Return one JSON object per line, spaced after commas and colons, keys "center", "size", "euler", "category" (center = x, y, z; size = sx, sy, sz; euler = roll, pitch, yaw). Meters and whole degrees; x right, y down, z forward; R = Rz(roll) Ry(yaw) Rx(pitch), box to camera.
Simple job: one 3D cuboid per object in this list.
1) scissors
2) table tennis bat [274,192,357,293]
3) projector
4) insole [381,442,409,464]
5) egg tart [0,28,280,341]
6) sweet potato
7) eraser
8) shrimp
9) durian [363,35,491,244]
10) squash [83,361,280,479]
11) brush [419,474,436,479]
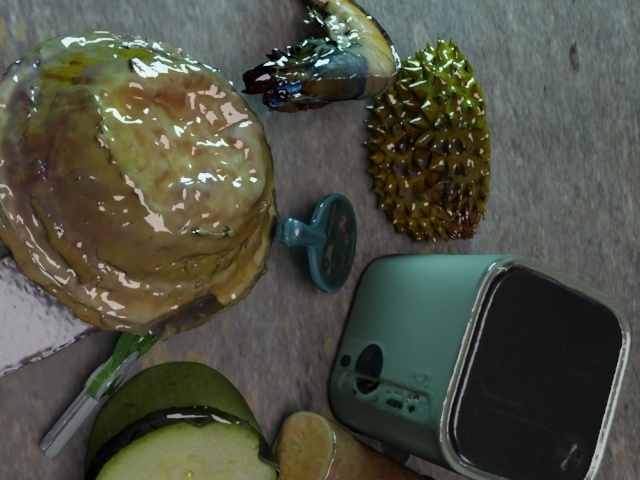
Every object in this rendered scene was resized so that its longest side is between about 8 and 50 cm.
{"center": [-0.233, 0.150, 0.873], "size": [0.027, 0.101, 0.204], "euler": [37, 83, 10], "category": "scissors"}
{"center": [0.000, 0.000, 0.959], "size": [0.201, 0.033, 0.124], "euler": [15, 80, -66], "category": "table tennis bat"}
{"center": [0.188, 0.156, 0.987], "size": [0.248, 0.249, 0.249], "euler": [24, 79, -26], "category": "projector"}
{"center": [0.094, 0.229, 1.076], "size": [0.053, 0.002, 0.153], "euler": [-18, 97, -27], "category": "insole"}
{"center": [-0.162, -0.073, 0.820], "size": [0.352, 0.150, 0.352], "euler": [20, 58, -37], "category": "egg tart"}
{"center": [0.086, 0.339, 0.999], "size": [0.336, 0.131, 0.131], "euler": [36, 73, -21], "category": "sweet potato"}
{"center": [-0.367, 0.095, 0.801], "size": [0.352, 0.077, 0.111], "euler": [-25, 97, -25], "category": "eraser"}
{"center": [-0.023, -0.246, 0.943], "size": [0.222, 0.054, 0.290], "euler": [51, 42, 5], "category": "shrimp"}
{"center": [0.153, -0.128, 1.037], "size": [0.153, 0.186, 0.261], "euler": [-18, 84, -33], "category": "durian"}
{"center": [-0.166, 0.259, 0.902], "size": [0.220, 0.133, 0.220], "euler": [-7, 107, -23], "category": "squash"}
{"center": [0.229, 0.411, 1.115], "size": [0.282, 0.054, 0.048], "euler": [47, 60, -19], "category": "brush"}
